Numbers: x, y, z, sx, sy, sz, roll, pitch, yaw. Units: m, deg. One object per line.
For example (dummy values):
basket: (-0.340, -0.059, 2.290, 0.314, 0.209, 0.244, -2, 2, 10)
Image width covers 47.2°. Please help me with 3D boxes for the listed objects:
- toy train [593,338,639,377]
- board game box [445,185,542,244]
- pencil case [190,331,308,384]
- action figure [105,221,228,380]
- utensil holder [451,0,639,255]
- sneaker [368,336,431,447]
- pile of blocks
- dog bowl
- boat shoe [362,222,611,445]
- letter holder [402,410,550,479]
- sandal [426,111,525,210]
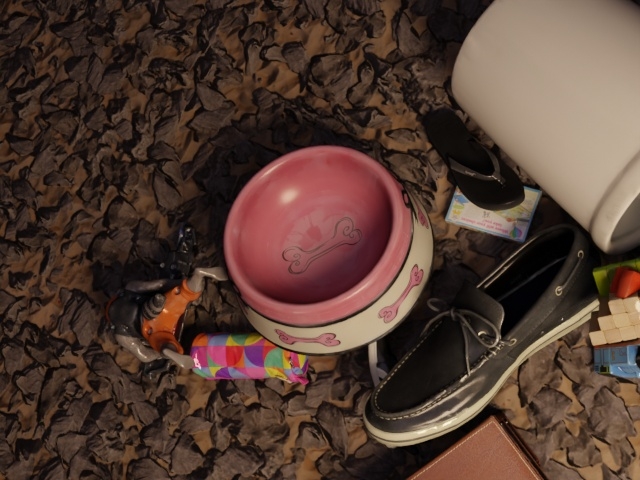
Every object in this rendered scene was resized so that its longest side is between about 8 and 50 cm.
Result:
toy train: (0.505, 0.169, 1.180, 0.080, 0.184, 0.105, 2, 79, -5)
board game box: (0.324, -0.062, 1.376, 0.154, 0.026, 0.103, 18, 85, 23)
pencil case: (-0.138, 0.229, 1.445, 0.236, 0.104, 0.104, -1, 78, 21)
action figure: (-0.329, 0.106, 1.481, 0.330, 0.179, 0.341, -8, 69, 48)
utensil holder: (0.453, -0.224, 1.196, 0.328, 0.327, 0.385, -42, 62, 7)
sneaker: (0.163, 0.263, 1.342, 0.121, 0.079, 0.216, -12, 82, 14)
pile of blocks: (0.514, 0.032, 1.143, 0.149, 0.362, 0.112, -9, 105, 50)
dog bowl: (0.000, 0.000, 1.368, 0.408, 0.150, 0.407, -7, 63, 15)
boat shoe: (0.265, 0.147, 1.220, 0.500, 0.156, 0.187, -36, 30, -4)
letter holder: (0.243, 0.463, 1.225, 0.302, 0.152, 0.214, -39, 70, 8)
sandal: (0.279, -0.150, 1.371, 0.097, 0.054, 0.254, -35, 59, -5)
